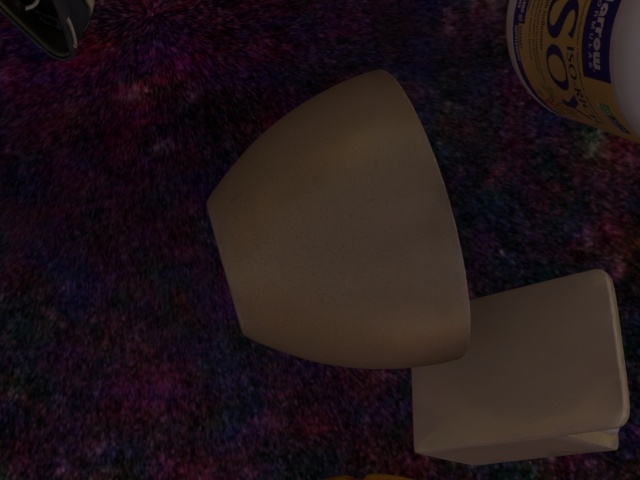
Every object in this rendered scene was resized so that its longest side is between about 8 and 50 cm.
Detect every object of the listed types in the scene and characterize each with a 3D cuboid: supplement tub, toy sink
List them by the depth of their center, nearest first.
[{"bbox_3d":[0.224,0.140,0.913,0.131,0.234,0.153,23,57,-43],"label":"toy sink"},{"bbox_3d":[0.369,-0.217,0.928,0.240,0.331,0.241,-5,110,-14],"label":"supplement tub"}]

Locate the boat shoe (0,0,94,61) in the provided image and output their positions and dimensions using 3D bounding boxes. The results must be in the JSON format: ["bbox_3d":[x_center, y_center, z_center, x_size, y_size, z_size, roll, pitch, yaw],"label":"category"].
[{"bbox_3d":[-0.309,-0.267,0.876,0.095,0.254,0.079,2,72,10],"label":"boat shoe"}]

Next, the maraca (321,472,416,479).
[{"bbox_3d":[0.040,0.151,0.310,0.127,0.185,0.099,-12,121,-38],"label":"maraca"}]

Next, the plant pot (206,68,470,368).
[{"bbox_3d":[0.000,0.000,0.836,0.190,0.284,0.284,-15,106,-6],"label":"plant pot"}]
